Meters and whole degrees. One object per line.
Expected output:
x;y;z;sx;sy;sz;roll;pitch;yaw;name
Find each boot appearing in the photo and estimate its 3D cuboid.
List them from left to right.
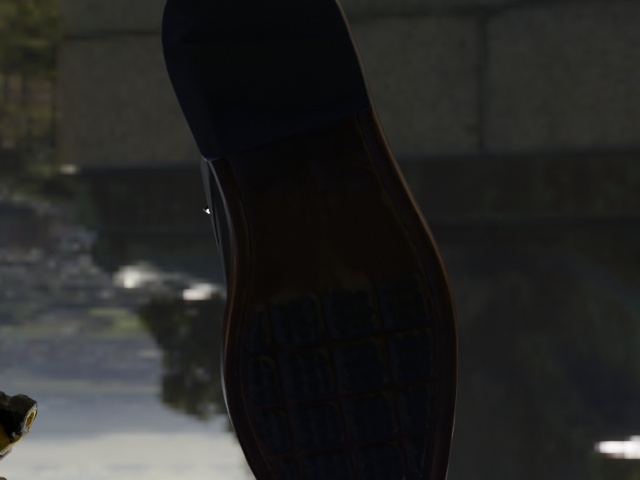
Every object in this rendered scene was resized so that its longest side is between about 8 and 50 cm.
0.000;0.000;0.661;0.082;0.219;0.106;-10;-165;2;boot

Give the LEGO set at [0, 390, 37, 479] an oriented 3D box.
-0.295;0.106;0.803;0.331;0.192;0.255;17;-158;5;LEGO set
